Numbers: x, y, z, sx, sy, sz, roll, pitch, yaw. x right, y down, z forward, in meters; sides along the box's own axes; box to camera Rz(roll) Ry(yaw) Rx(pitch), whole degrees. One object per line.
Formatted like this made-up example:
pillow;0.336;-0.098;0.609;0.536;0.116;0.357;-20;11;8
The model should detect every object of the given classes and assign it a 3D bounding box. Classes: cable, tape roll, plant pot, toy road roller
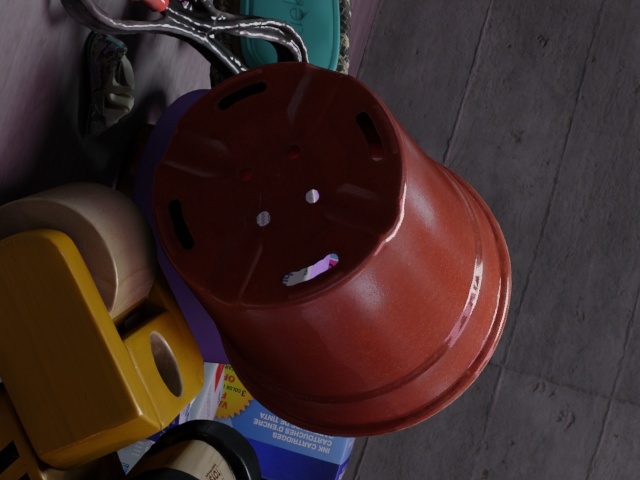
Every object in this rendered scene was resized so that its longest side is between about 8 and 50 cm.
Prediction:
cable;-0.094;-0.176;1.199;0.287;0.072;0.139;45;63;-42
tape roll;-0.083;-0.013;1.567;0.275;0.090;0.274;-16;108;-63
plant pot;0.000;0.000;1.285;0.265;0.272;0.272;51;54;-65
toy road roller;-0.207;0.141;1.168;0.202;0.241;0.329;-44;112;-80

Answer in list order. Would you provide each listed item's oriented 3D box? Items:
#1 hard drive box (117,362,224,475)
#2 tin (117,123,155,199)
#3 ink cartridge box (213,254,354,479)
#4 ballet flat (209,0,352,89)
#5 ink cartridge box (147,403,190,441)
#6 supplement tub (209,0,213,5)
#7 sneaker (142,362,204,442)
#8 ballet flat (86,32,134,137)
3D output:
hard drive box;-0.196;0.240;1.963;0.181;0.089;0.232;99;8;-60
tin;-0.170;-0.055;1.600;0.189;0.040;0.106;83;28;-76
ink cartridge box;-0.064;0.183;2.189;0.151;0.270;0.395;-38;144;-79
ballet flat;-0.042;-0.311;1.479;0.182;0.164;0.482;142;-43;-64
ink cartridge box;-0.185;0.132;1.673;0.207;0.097;0.046;101;7;-47
supplement tub;-0.063;-0.258;1.669;0.190;0.117;0.117;-62;167;-70
sneaker;-0.164;0.120;1.879;0.153;0.094;0.234;-6;103;-76
ballet flat;-0.174;-0.123;1.302;0.114;0.041;0.041;101;7;-50
